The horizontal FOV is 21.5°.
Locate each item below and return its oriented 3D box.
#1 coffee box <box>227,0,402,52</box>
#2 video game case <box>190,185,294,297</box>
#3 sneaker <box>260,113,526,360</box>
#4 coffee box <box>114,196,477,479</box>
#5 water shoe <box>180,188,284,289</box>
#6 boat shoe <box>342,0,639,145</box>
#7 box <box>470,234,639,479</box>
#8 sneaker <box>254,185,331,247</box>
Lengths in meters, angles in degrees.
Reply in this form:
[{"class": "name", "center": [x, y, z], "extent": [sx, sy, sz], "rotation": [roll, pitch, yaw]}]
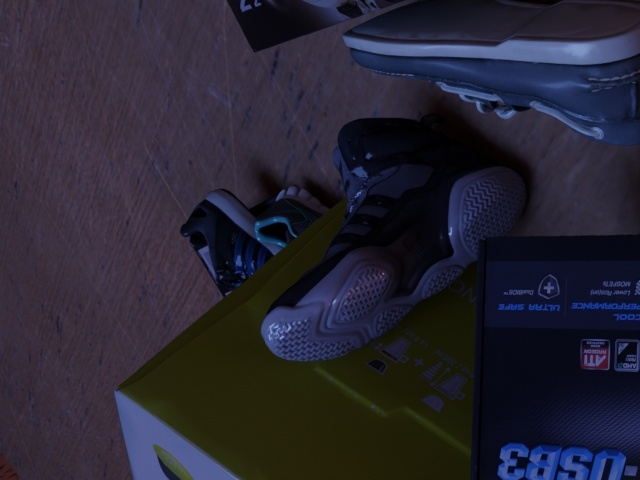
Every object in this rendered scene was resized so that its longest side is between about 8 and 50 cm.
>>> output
[{"class": "coffee box", "center": [0.016, -0.270, 1.365], "extent": [0.168, 0.119, 0.297], "rotation": [61, 154, -11]}, {"class": "video game case", "center": [-0.029, 0.076, 1.942], "extent": [0.248, 0.035, 0.275], "rotation": [59, 154, -4]}, {"class": "sneaker", "center": [0.037, -0.011, 1.469], "extent": [0.153, 0.268, 0.101], "rotation": [47, 162, 31]}, {"class": "coffee box", "center": [0.059, 0.220, 1.568], "extent": [0.338, 0.338, 0.334], "rotation": [32, 146, 29]}, {"class": "water shoe", "center": [-0.070, 0.029, 1.813], "extent": [0.203, 0.080, 0.073], "rotation": [43, 177, 34]}, {"class": "boat shoe", "center": [0.136, -0.132, 1.322], "extent": [0.319, 0.116, 0.099], "rotation": [11, 126, 50]}, {"class": "box", "center": [0.250, 0.143, 1.213], "extent": [0.295, 0.073, 0.293], "rotation": [0, 85, 36]}, {"class": "sneaker", "center": [0.000, 0.000, 1.735], "extent": [0.166, 0.076, 0.065], "rotation": [18, 127, 37]}]
